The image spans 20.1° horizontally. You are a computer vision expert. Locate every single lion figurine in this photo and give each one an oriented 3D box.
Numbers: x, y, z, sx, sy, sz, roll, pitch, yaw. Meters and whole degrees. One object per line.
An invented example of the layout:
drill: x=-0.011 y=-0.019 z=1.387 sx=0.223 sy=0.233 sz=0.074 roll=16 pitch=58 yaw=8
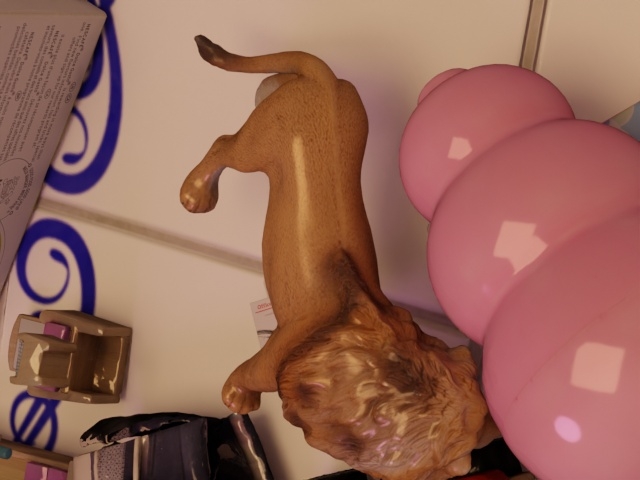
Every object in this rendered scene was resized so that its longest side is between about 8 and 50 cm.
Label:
lion figurine: x=0.000 y=0.000 z=1.340 sx=0.240 sy=0.142 sz=0.392 roll=-27 pitch=79 yaw=63

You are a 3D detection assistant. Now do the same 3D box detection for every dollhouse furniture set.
dollhouse furniture set: x=-0.343 y=0.189 z=1.508 sx=0.198 sy=0.303 sz=0.286 roll=10 pitch=91 yaw=28

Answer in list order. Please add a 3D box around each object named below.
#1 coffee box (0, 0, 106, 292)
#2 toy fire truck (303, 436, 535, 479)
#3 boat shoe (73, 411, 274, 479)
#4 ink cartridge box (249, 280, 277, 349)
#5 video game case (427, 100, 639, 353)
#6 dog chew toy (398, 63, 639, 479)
coffee box: x=-0.457 y=-0.125 z=1.575 sx=0.337 sy=0.334 sz=0.338 roll=35 pitch=113 yaw=27
toy fire truck: x=0.028 y=0.251 z=1.321 sx=0.217 sy=0.246 sz=0.158 roll=-16 pitch=84 yaw=34
boat shoe: x=-0.102 y=0.300 z=1.483 sx=0.158 sy=0.127 sz=0.340 roll=-20 pitch=81 yaw=41
ink cartridge box: x=-0.027 y=0.068 z=1.479 sx=0.048 sy=0.028 sz=0.083 roll=-19 pitch=82 yaw=34
video game case: x=0.228 y=0.017 z=1.303 sx=0.285 sy=0.025 sz=0.204 roll=-31 pitch=76 yaw=32
dog chew toy: x=0.166 y=0.015 z=1.217 sx=0.206 sy=0.206 sz=0.332 roll=-48 pitch=60 yaw=27
